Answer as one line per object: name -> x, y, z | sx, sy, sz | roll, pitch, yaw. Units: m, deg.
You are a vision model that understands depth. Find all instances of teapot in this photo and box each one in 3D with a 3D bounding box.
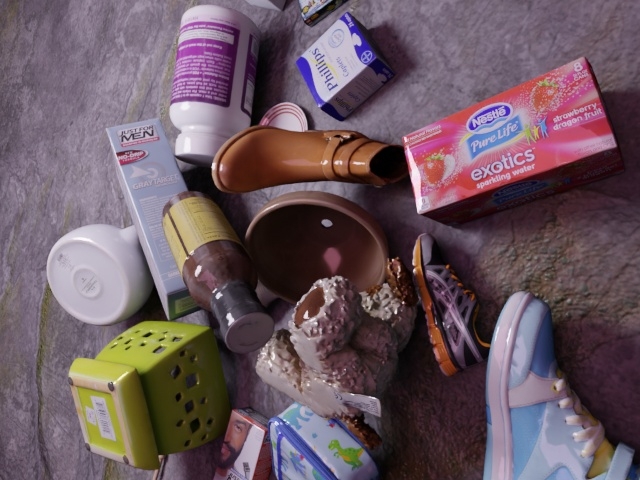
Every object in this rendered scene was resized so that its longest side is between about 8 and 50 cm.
teapot -> -0.493, 0.069, 1.156 | 0.256, 0.187, 0.252 | 0, 108, 14

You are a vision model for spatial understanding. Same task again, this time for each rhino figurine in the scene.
rhino figurine -> -0.130, 0.096, 0.955 | 0.243, 0.073, 0.106 | -42, 59, 25

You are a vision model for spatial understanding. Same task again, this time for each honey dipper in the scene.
honey dipper -> -0.375, 0.548, 1.088 | 0.031, 0.030, 0.160 | 14, 88, 36

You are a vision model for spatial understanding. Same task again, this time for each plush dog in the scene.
plush dog -> 0.061, 0.146, 0.711 | 0.210, 0.225, 0.262 | 43, 142, 6

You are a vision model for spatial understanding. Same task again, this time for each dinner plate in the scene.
dinner plate -> -0.080, -0.212, 1.000 | 0.141, 0.017, 0.141 | -7, 78, 35

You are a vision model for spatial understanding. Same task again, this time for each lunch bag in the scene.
lunch bag -> -0.004, 0.356, 0.757 | 0.176, 0.090, 0.219 | 37, 142, 32

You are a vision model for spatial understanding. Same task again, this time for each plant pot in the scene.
plant pot -> 0.000, 0.000, 0.823 | 0.237, 0.237, 0.109 | -25, 29, 30
plant pot -> -0.337, 0.299, 0.950 | 0.227, 0.207, 0.228 | -3, 100, 35

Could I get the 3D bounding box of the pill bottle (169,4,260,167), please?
pill bottle -> -0.225, -0.312, 1.025 | 0.169, 0.169, 0.301 | 3, 84, 36

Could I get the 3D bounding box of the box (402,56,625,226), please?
box -> 0.260, -0.122, 0.680 | 0.257, 0.123, 0.128 | -19, 71, 32

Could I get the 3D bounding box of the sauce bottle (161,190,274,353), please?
sauce bottle -> -0.166, 0.039, 0.761 | 0.111, 0.111, 0.344 | -56, 39, 15

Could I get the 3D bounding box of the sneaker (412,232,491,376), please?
sneaker -> 0.193, 0.088, 0.731 | 0.083, 0.084, 0.214 | -18, 75, 16

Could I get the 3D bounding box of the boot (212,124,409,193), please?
boot -> -0.006, -0.119, 0.782 | 0.220, 0.284, 0.109 | 22, 116, 43

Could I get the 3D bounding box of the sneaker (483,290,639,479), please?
sneaker -> 0.316, 0.226, 0.590 | 0.208, 0.127, 0.318 | 3, 94, 38

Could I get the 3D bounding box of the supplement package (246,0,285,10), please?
supplement package -> -0.113, -0.601, 1.030 | 0.105, 0.105, 0.179 | 29, 99, 34

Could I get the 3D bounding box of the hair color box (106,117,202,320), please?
hair color box -> -0.325, -0.043, 1.013 | 0.374, 0.114, 0.185 | 64, 156, 16

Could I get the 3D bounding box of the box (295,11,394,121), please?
box -> 0.042, -0.317, 0.896 | 0.137, 0.072, 0.126 | -37, 63, 26

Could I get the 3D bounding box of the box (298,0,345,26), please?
box -> 0.015, -0.505, 0.972 | 0.137, 0.027, 0.093 | -24, 69, 31

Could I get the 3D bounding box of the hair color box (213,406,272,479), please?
hair color box -> -0.142, 0.416, 0.926 | 0.093, 0.053, 0.167 | 16, 91, 37
